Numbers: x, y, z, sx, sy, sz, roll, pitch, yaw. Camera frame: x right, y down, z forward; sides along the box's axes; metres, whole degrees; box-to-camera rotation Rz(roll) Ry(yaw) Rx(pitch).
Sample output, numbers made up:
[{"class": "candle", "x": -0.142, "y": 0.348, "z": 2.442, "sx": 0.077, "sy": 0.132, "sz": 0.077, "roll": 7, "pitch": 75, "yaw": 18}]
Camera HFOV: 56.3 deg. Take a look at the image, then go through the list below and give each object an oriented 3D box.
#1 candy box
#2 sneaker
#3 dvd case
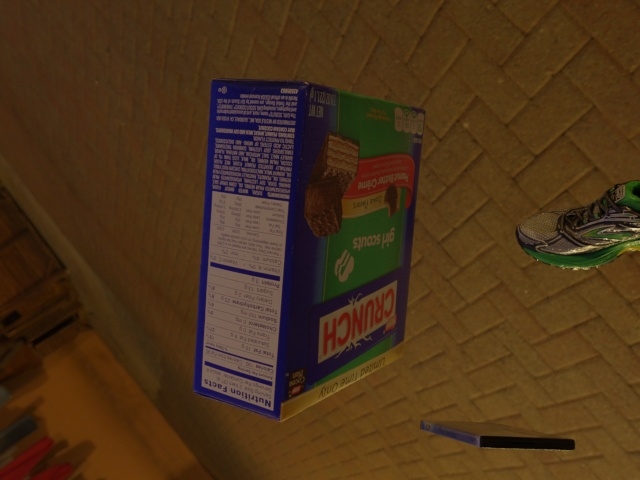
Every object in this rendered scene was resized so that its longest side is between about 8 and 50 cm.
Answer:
[{"class": "candy box", "x": 0.000, "y": 0.000, "z": 0.661, "sx": 0.122, "sy": 0.268, "sz": 0.317, "roll": 11, "pitch": 101, "yaw": 31}, {"class": "sneaker", "x": 0.519, "y": -0.047, "z": 1.071, "sx": 0.344, "sy": 0.134, "sz": 0.146, "roll": -12, "pitch": 135, "yaw": 34}, {"class": "dvd case", "x": 0.319, "y": 0.362, "z": 1.118, "sx": 0.253, "sy": 0.181, "sz": 0.022, "roll": 142, "pitch": 132, "yaw": -72}]
